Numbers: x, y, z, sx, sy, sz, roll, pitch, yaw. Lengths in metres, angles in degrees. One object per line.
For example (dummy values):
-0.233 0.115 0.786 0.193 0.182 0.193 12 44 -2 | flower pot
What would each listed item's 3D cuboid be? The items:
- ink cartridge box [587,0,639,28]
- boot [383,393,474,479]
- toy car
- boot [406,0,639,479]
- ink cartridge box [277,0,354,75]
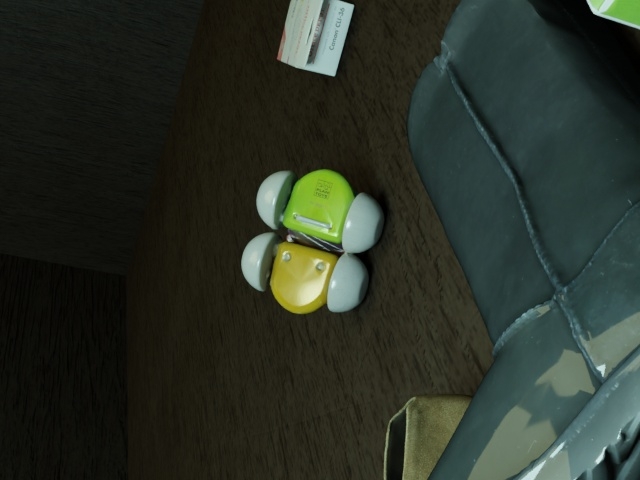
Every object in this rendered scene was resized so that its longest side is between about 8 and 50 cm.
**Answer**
0.176 -0.233 0.661 0.189 0.255 0.097 -96 24 -44 | ink cartridge box
0.103 0.269 0.806 0.112 0.115 0.305 133 143 -56 | boot
0.000 0.000 1.290 0.136 0.159 0.182 -8 -67 -70 | toy car
0.127 0.033 0.776 0.367 0.146 0.445 -50 35 26 | boot
-0.006 -0.321 1.593 0.198 0.067 0.115 -131 54 -70 | ink cartridge box
